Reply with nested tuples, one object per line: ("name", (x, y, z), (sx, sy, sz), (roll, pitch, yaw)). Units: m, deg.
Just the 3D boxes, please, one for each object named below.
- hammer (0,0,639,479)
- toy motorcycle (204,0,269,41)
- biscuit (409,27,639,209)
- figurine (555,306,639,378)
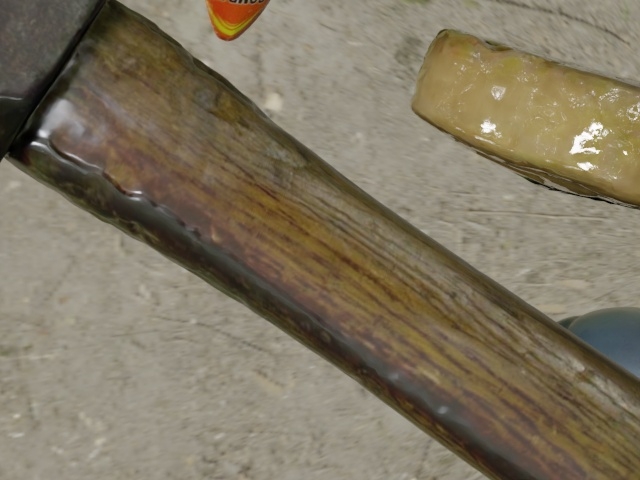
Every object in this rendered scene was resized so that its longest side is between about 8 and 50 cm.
("hammer", (0.000, 0.000, 0.545), (0.408, 0.095, 0.242), (34, 70, -9))
("toy motorcycle", (-0.050, -0.315, 1.197), (0.171, 0.089, 0.298), (57, 137, 35))
("biscuit", (0.169, -0.012, 0.490), (0.183, 0.319, 0.047), (24, 101, 52))
("figurine", (0.182, 0.171, 0.941), (0.197, 0.175, 0.265), (-18, 63, 30))
